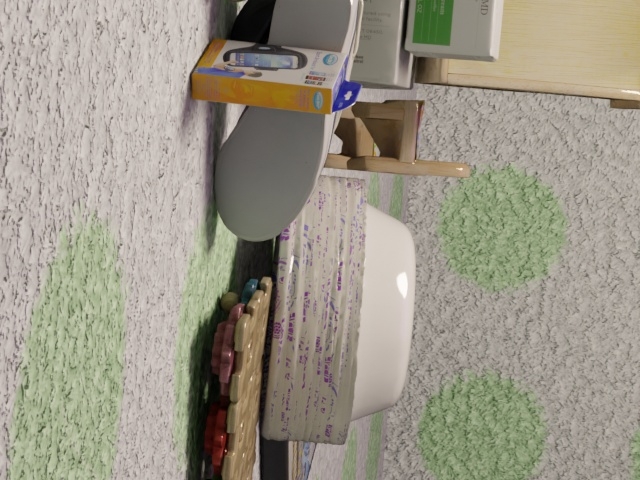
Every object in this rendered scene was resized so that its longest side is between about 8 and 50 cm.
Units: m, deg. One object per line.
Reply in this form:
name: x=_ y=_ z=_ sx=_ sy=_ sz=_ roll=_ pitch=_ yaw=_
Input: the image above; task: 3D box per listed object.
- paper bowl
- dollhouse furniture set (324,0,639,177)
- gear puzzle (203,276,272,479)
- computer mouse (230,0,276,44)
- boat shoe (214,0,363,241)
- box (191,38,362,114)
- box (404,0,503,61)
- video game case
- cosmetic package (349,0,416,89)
paper bowl: x=0.019 y=0.074 z=1.810 sx=0.284 sy=0.148 sz=0.284 roll=-175 pitch=-90 yaw=-89
dollhouse furniture set: x=0.178 y=-0.249 z=1.972 sx=0.394 sy=0.256 sz=0.362 roll=-167 pitch=-99 yaw=-70
gear puzzle: x=-0.094 y=0.208 z=1.653 sx=0.175 sy=0.044 sz=0.339 roll=-65 pitch=162 yaw=-73
computer mouse: x=-0.015 y=-0.261 z=1.550 sx=0.242 sy=0.041 sz=0.071 roll=-55 pitch=168 yaw=15
boat shoe: x=-0.023 y=-0.128 z=1.554 sx=0.088 sy=0.096 sz=0.267 roll=-42 pitch=148 yaw=-65
box: x=-0.034 y=-0.139 z=1.452 sx=0.081 sy=0.136 sz=0.028 roll=-71 pitch=164 yaw=-60
box: x=0.132 y=-0.228 z=1.669 sx=0.102 sy=0.087 sz=0.101 roll=-23 pitch=118 yaw=-81
video game case: x=-0.033 y=0.206 z=2.095 sx=0.248 sy=0.035 sz=0.275 roll=-74 pitch=167 yaw=-55
cosmetic package: x=0.019 y=-0.232 z=1.723 sx=0.183 sy=0.151 sz=0.151 roll=-18 pitch=113 yaw=-80
